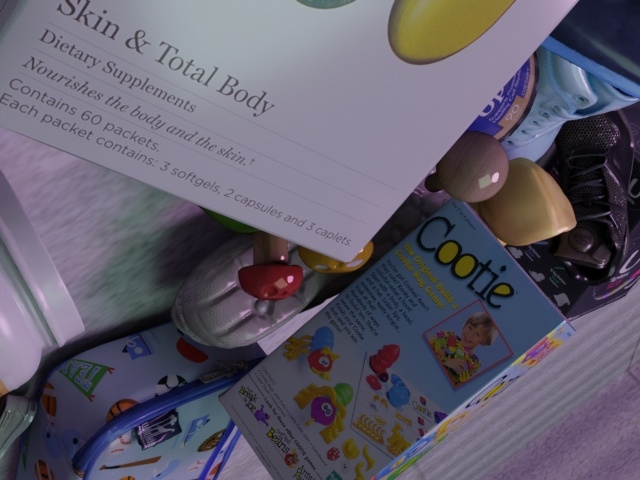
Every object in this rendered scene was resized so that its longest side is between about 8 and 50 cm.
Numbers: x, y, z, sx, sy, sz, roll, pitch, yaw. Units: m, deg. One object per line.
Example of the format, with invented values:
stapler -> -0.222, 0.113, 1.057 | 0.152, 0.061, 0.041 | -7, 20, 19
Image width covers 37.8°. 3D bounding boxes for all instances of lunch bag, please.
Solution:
lunch bag -> -0.174, 0.198, 0.950 | 0.243, 0.115, 0.303 | -16, 147, -41

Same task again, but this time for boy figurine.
boy figurine -> 0.181, -0.008, 1.004 | 0.177, 0.092, 0.285 | -24, 170, -26

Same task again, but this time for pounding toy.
pounding toy -> 0.012, -0.014, 0.716 | 0.237, 0.110, 0.183 | -2, 171, -11

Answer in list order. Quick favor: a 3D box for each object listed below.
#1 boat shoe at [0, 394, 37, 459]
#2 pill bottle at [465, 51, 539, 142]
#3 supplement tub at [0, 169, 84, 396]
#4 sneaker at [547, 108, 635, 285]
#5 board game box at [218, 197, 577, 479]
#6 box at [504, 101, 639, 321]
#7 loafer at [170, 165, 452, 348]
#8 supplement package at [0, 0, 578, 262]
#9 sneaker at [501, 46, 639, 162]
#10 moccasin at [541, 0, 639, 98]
boat shoe -> -0.298, 0.175, 0.849 | 0.035, 0.035, 0.100 | 29, 118, -32
pill bottle -> 0.068, -0.140, 0.690 | 0.123, 0.123, 0.219 | -48, 153, 20
supplement tub -> -0.260, 0.049, 0.560 | 0.199, 0.144, 0.144 | -29, 153, -18
sneaker -> 0.298, -0.053, 1.031 | 0.130, 0.087, 0.227 | -45, 132, -61
board game box -> 0.074, 0.111, 0.841 | 0.275, 0.144, 0.142 | -41, 161, 9
box -> 0.371, -0.039, 1.207 | 0.165, 0.143, 0.270 | -19, 147, -35
loafer -> 0.000, 0.000, 0.876 | 0.319, 0.112, 0.111 | -26, -171, -32
supplement package -> -0.010, -0.170, 0.402 | 0.199, 0.198, 0.263 | 22, 119, -37
sneaker -> 0.214, -0.146, 0.830 | 0.135, 0.150, 0.366 | -31, 154, -12
moccasin -> 0.164, -0.183, 0.584 | 0.342, 0.138, 0.117 | 22, 119, -24
